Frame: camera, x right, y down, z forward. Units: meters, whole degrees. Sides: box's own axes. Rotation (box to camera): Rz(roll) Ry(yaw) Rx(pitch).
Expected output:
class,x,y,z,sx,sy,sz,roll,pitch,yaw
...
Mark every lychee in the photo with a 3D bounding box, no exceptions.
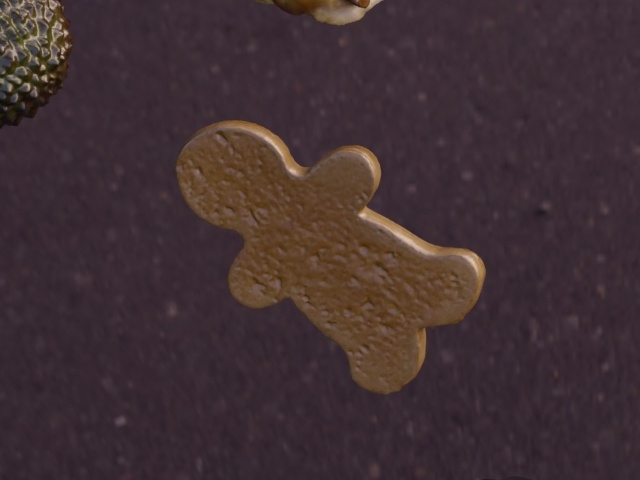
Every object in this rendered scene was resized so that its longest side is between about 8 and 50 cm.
class,x,y,z,sx,sy,sz,roll,pitch,yaw
lychee,-0.267,-0.154,1.476,0.171,0.171,0.171,-4,54,6

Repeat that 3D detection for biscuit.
class,x,y,z,sx,sy,sz,roll,pitch,yaw
biscuit,0.000,-0.001,1.403,0.240,0.158,0.035,40,26,-7

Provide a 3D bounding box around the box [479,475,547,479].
class,x,y,z,sx,sy,sz,roll,pitch,yaw
box,0.195,0.339,1.223,0.091,0.350,0.359,-1,4,-33

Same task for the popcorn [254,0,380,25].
class,x,y,z,sx,sy,sz,roll,pitch,yaw
popcorn,-0.023,-0.304,1.637,0.190,0.191,0.253,-16,81,25
